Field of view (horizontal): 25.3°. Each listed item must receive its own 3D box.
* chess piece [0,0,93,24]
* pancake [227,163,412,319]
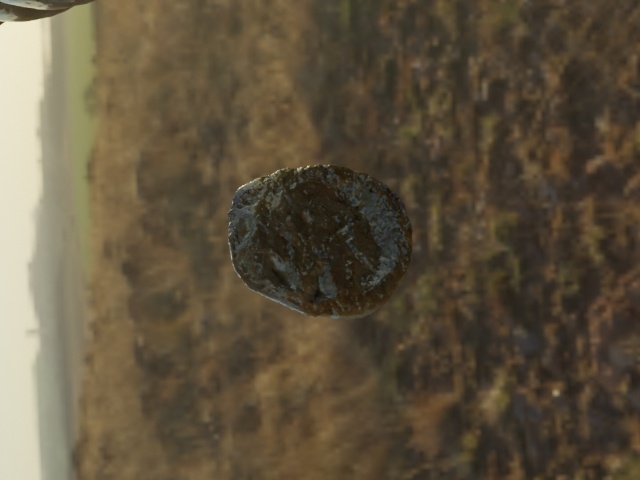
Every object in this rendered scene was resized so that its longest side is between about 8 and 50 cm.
[{"bbox_3d":[-0.193,-0.162,0.766,0.261,0.142,0.143,-13,78,57],"label":"chess piece"},{"bbox_3d":[0.000,0.000,1.020,0.022,0.139,0.139,109,156,-56],"label":"pancake"}]
